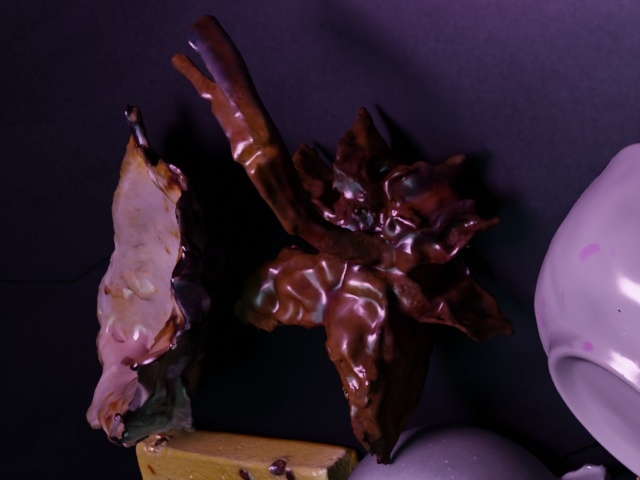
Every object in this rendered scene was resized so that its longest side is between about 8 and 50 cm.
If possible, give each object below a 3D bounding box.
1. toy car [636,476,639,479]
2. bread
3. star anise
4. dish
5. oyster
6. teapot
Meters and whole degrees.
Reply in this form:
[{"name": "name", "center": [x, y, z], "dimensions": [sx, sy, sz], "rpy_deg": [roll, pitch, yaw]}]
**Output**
[{"name": "toy car", "center": [0.283, 0.174, 1.075], "dimensions": [0.143, 0.073, 0.054], "rpy_deg": [-15, 87, 42]}, {"name": "bread", "center": [-0.062, 0.210, 1.371], "dimensions": [0.226, 0.049, 0.088], "rpy_deg": [0, 114, 38]}, {"name": "star anise", "center": [0.004, -0.008, 1.133], "dimensions": [0.237, 0.148, 0.346], "rpy_deg": [-11, 117, 38]}, {"name": "dish", "center": [0.222, 0.073, 0.961], "dimensions": [0.256, 0.117, 0.256], "rpy_deg": [42, 164, 15]}, {"name": "oyster", "center": [-0.129, 0.075, 1.265], "dimensions": [0.096, 0.221, 0.361], "rpy_deg": [7, 136, -9]}, {"name": "teapot", "center": [0.099, 0.235, 1.200], "dimensions": [0.294, 0.129, 0.193], "rpy_deg": [-29, 98, 37]}]
